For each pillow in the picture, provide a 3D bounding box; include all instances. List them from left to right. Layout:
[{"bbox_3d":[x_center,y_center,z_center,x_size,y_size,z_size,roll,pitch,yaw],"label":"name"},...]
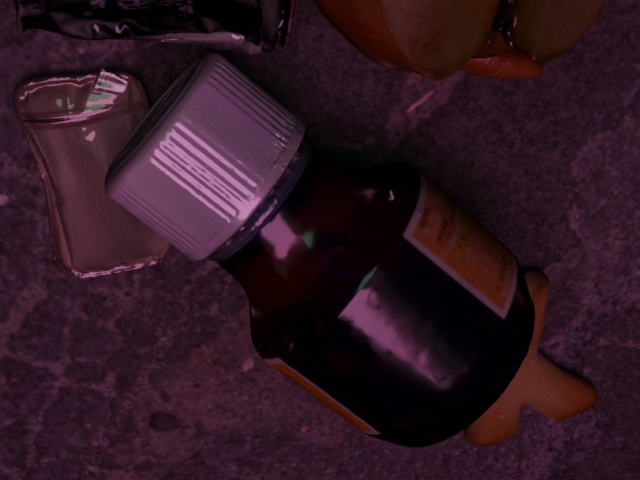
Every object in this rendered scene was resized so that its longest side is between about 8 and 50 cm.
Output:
[{"bbox_3d":[-0.223,-0.063,1.081,0.131,0.038,0.232,-9,122,-2],"label":"pillow"}]

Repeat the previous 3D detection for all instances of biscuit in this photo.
[{"bbox_3d":[0.211,0.141,1.225,0.164,0.047,0.207,-22,121,11],"label":"biscuit"}]

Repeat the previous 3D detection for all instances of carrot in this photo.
[{"bbox_3d":[0.149,-0.179,1.023,0.139,0.048,0.048,15,120,-13],"label":"carrot"}]

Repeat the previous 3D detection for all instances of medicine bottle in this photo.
[{"bbox_3d":[0.000,0.000,1.018,0.242,0.242,0.395,-40,111,20],"label":"medicine bottle"}]

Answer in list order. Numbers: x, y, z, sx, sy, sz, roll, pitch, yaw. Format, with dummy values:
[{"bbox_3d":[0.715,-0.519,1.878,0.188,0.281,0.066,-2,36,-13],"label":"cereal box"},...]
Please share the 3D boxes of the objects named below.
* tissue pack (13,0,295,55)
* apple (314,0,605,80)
[{"bbox_3d":[-0.128,-0.318,0.879,0.245,0.123,0.332,6,121,-4],"label":"tissue pack"},{"bbox_3d":[0.129,-0.302,0.803,0.329,0.295,0.364,9,119,0],"label":"apple"}]
